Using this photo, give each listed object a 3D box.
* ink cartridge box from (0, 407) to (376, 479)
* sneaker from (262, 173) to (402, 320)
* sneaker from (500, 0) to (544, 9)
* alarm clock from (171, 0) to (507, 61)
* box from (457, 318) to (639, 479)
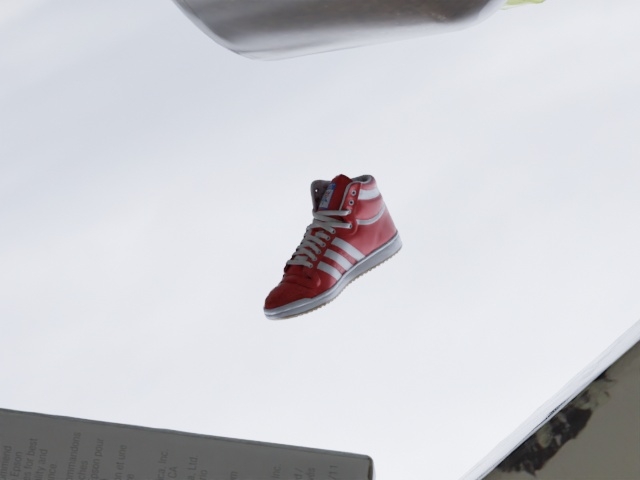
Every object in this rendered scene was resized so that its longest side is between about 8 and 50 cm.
[{"bbox_3d":[-0.130,0.163,0.940,0.307,0.072,0.303,6,157,2],"label":"ink cartridge box"},{"bbox_3d":[0.000,0.000,1.136,0.042,0.067,0.118,5,-148,47],"label":"sneaker"},{"bbox_3d":[0.035,-0.176,0.466,0.091,0.240,0.126,6,-162,36],"label":"sneaker"},{"bbox_3d":[0.011,-0.102,0.346,0.064,0.129,0.192,-7,180,19],"label":"alarm clock"},{"bbox_3d":[0.077,0.094,0.484,0.275,0.094,0.113,-43,173,15],"label":"box"}]
